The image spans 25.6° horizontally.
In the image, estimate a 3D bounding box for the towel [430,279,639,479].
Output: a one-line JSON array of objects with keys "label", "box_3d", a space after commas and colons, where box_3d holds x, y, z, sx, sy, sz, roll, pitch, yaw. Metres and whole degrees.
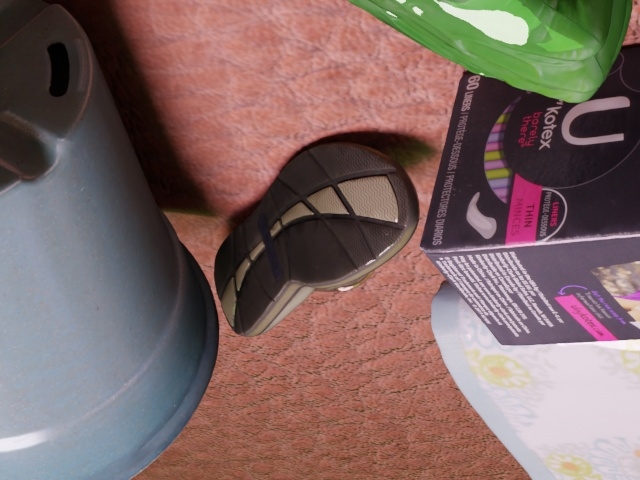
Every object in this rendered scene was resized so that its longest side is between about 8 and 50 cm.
[{"label": "towel", "box_3d": [0.305, 0.144, 1.175, 0.320, 0.090, 0.374, -5, 142, 32]}]

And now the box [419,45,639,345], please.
[{"label": "box", "box_3d": [0.231, -0.033, 0.988, 0.270, 0.165, 0.143, -6, 145, 31]}]

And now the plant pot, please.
[{"label": "plant pot", "box_3d": [-0.273, -0.007, 1.128, 0.341, 0.341, 0.334, 7, 143, 12]}]

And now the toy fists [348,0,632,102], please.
[{"label": "toy fists", "box_3d": [0.096, -0.146, 0.808, 0.142, 0.096, 0.279, 30, -175, -9]}]

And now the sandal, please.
[{"label": "sandal", "box_3d": [-0.001, -0.001, 1.235, 0.086, 0.120, 0.303, -3, 164, -31]}]
